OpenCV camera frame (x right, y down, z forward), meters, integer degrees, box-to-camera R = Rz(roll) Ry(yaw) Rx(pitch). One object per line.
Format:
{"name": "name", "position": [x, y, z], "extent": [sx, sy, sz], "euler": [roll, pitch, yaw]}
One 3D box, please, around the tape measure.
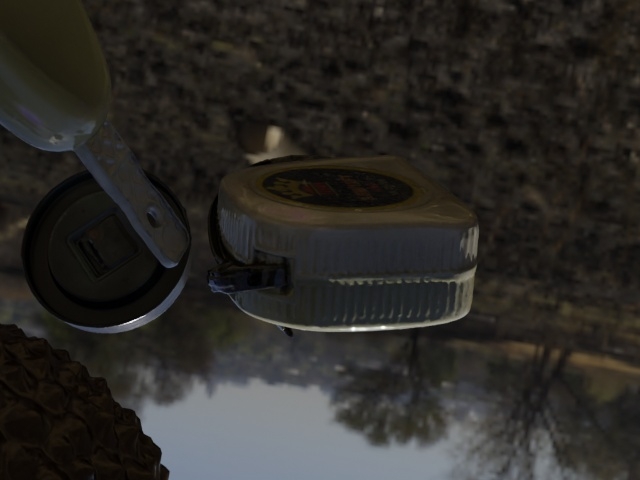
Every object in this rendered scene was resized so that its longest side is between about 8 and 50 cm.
{"name": "tape measure", "position": [0.000, 0.000, 1.188], "extent": [0.231, 0.133, 0.271], "euler": [-2, -160, -14]}

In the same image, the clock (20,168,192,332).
{"name": "clock", "position": [-0.225, 0.011, 1.376], "extent": [0.185, 0.184, 0.040], "euler": [10, 162, 10]}

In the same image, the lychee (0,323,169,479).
{"name": "lychee", "position": [-0.180, 0.155, 0.537], "extent": [0.267, 0.267, 0.267], "euler": [11, 175, 1]}

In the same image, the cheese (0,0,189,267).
{"name": "cheese", "position": [-0.156, -0.085, 0.791], "extent": [0.054, 0.127, 0.251], "euler": [-21, 118, 27]}
